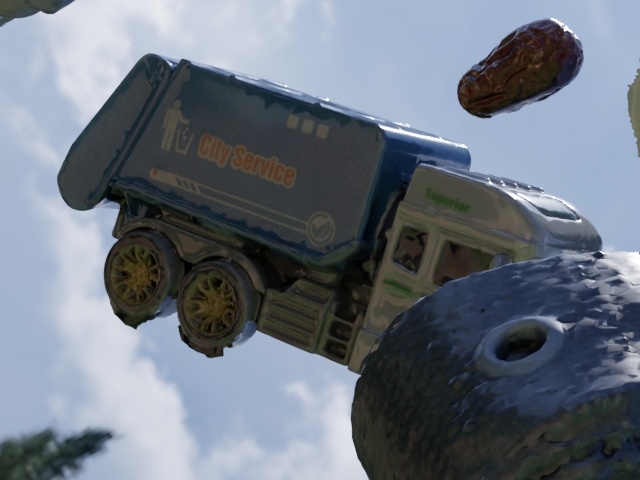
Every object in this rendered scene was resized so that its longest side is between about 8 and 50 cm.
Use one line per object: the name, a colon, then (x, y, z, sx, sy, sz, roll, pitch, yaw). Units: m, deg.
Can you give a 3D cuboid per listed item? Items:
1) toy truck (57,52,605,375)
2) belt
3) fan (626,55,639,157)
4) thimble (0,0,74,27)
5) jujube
toy truck: (0.000, 0.000, 1.017, 0.367, 0.146, 0.175, 21, -80, 30)
belt: (0.125, 0.083, 0.474, 0.128, 0.218, 0.122, -119, -136, -60)
fan: (0.357, -0.041, 1.053, 0.329, 0.190, 0.009, 39, -3, 4)
thimble: (-0.226, -0.248, 1.284, 0.127, 0.151, 0.117, -116, -174, -73)
jujube: (0.191, -0.163, 1.525, 0.129, 0.077, 0.077, -29, -90, 17)
